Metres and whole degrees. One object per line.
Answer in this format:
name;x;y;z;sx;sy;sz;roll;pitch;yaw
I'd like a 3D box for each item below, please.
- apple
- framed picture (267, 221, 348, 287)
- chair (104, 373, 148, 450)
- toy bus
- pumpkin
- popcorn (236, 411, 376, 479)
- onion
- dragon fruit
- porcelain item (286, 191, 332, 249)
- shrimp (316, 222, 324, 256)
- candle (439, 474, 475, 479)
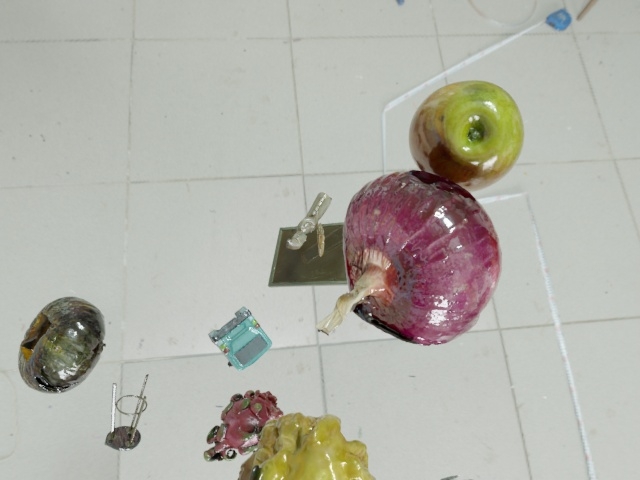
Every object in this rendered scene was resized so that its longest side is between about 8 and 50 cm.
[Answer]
apple;0.252;-0.179;0.808;0.196;0.196;0.195;2;71;-5
framed picture;-0.023;0.051;1.691;0.335;0.022;0.247;-5;61;25
chair;-0.525;0.488;1.289;0.095;0.104;0.221;35;113;37
toy bus;-0.141;0.177;0.825;0.079;0.160;0.091;-37;89;-19
pumpkin;-0.840;0.338;1.528;0.321;0.192;0.320;-23;52;32
popcorn;-0.046;0.496;0.935;0.316;0.281;0.297;-20;45;31
onion;0.160;0.012;0.752;0.257;0.230;0.272;13;28;10
dragon fruit;-0.263;0.638;1.615;0.273;0.198;0.218;-31;81;19
porcelain item;-0.037;-0.056;1.485;0.054;0.084;0.213;28;61;7
shrimp;0.000;0.000;1.458;0.023;0.059;0.108;-3;111;6
candle;0.483;0.932;1.546;0.221;0.221;0.342;-29;79;-14
